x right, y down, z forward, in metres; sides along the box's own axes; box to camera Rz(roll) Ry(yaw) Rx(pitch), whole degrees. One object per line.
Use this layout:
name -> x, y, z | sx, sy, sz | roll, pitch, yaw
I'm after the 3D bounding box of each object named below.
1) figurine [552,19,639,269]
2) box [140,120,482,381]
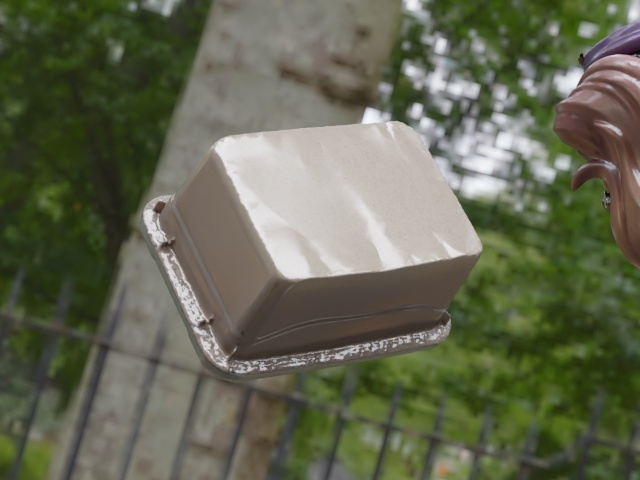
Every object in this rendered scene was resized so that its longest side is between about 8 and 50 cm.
figurine -> 0.188, -0.050, 1.057 | 0.114, 0.157, 0.126 | 11, -16, -2
box -> 0.000, 0.000, 0.747 | 0.122, 0.089, 0.062 | -8, -33, -34
